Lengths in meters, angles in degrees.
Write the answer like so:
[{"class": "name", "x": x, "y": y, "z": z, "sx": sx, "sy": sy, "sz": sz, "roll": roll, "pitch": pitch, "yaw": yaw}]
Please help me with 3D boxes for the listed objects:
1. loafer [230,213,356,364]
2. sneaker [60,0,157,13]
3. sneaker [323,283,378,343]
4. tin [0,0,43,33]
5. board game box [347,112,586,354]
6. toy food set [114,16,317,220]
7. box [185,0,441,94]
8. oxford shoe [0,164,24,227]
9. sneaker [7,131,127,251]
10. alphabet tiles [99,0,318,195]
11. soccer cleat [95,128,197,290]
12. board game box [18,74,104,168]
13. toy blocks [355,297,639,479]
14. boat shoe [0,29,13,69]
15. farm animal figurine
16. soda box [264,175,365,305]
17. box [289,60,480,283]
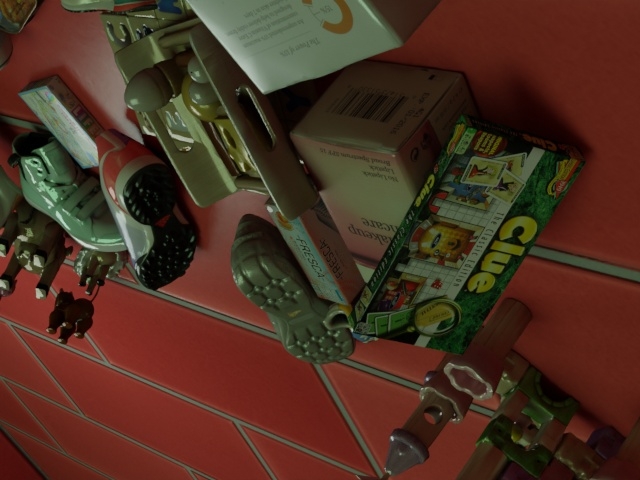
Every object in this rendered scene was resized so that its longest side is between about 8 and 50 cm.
[{"class": "loafer", "x": -0.032, "y": 0.074, "z": 1.708, "sx": 0.112, "sy": 0.111, "sz": 0.319, "roll": -18, "pitch": 143, "yaw": 11}, {"class": "sneaker", "x": -0.249, "y": -0.305, "z": 1.415, "sx": 0.161, "sy": 0.057, "sz": 0.075, "roll": 13, "pitch": 113, "yaw": 45}, {"class": "sneaker", "x": 0.087, "y": 0.104, "z": 1.605, "sx": 0.185, "sy": 0.084, "sz": 0.069, "roll": 6, "pitch": 139, "yaw": 49}, {"class": "tin", "x": -0.416, "y": -0.339, "z": 1.604, "sx": 0.106, "sy": 0.040, "sz": 0.190, "roll": 41, "pitch": 154, "yaw": -14}, {"class": "board game box", "x": 0.141, "y": 0.002, "z": 1.205, "sx": 0.136, "sy": 0.030, "sz": 0.259, "roll": 11, "pitch": 124, "yaw": -25}, {"class": "toy food set", "x": -0.129, "y": -0.126, "z": 1.341, "sx": 0.219, "sy": 0.092, "sz": 0.306, "roll": 62, "pitch": 163, "yaw": -15}, {"class": "box", "x": -0.054, "y": -0.318, "z": 1.010, "sx": 0.345, "sy": 0.168, "sz": 0.215, "roll": 50, "pitch": 152, "yaw": -20}, {"class": "oxford shoe", "x": -0.634, "y": -0.212, "z": 2.010, "sx": 0.449, "sy": 0.130, "sz": 0.169, "roll": 60, "pitch": 160, "yaw": -9}, {"class": "sneaker", "x": -0.390, "y": -0.081, "z": 1.921, "sx": 0.256, "sy": 0.094, "sz": 0.151, "roll": 26, "pitch": 149, "yaw": 23}, {"class": "alphabet tiles", "x": -0.128, "y": -0.181, "z": 1.437, "sx": 0.343, "sy": 0.011, "sz": 0.285, "roll": 14, "pitch": 132, "yaw": 42}, {"class": "soccer cleat", "x": -0.266, "y": -0.043, "z": 1.832, "sx": 0.116, "sy": 0.109, "sz": 0.318, "roll": 47, "pitch": 161, "yaw": 28}, {"class": "board game box", "x": -0.375, "y": -0.176, "z": 1.824, "sx": 0.103, "sy": 0.026, "sz": 0.154, "roll": -1, "pitch": 134, "yaw": 53}, {"class": "toy blocks", "x": 0.221, "y": 0.286, "z": 1.521, "sx": 0.289, "sy": 0.260, "sz": 0.309, "roll": 38, "pitch": 154, "yaw": 1}, {"class": "boat shoe", "x": -0.516, "y": -0.269, "z": 1.783, "sx": 0.267, "sy": 0.096, "sz": 0.088, "roll": 13, "pitch": 148, "yaw": 45}, {"class": "farm animal figurine", "x": -0.528, "y": 0.019, "z": 2.174, "sx": 0.330, "sy": 0.172, "sz": 0.327, "roll": 25, "pitch": 140, "yaw": -12}, {"class": "soda box", "x": 0.000, "y": 0.000, "z": 1.574, "sx": 0.058, "sy": 0.063, "sz": 0.183, "roll": 14, "pitch": 146, "yaw": 41}, {"class": "box", "x": 0.094, "y": -0.059, "z": 1.283, "sx": 0.149, "sy": 0.127, "sz": 0.232, "roll": 14, "pitch": 145, "yaw": 41}]
